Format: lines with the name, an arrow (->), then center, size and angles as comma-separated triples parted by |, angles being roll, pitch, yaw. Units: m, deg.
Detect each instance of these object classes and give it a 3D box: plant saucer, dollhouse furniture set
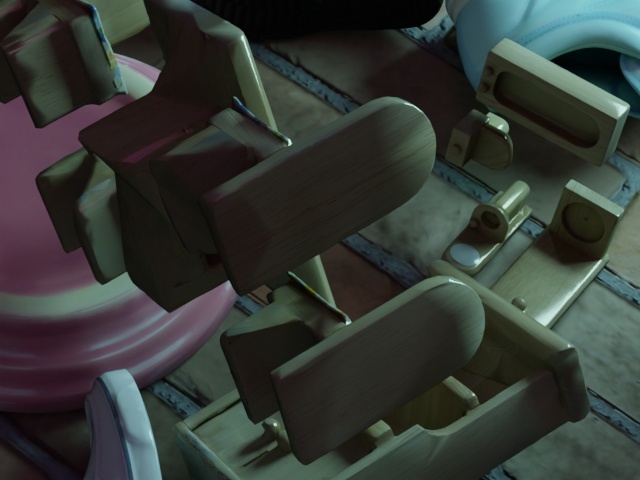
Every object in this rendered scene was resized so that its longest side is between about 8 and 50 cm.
plant saucer -> -0.217, -0.029, 1.518 | 0.332, 0.084, 0.332 | 1, 60, -2
dollhouse furniture set -> 0.000, 0.000, 1.315 | 0.256, 0.394, 0.362 | -30, 34, -18
dollhouse furniture set -> 0.154, -0.039, 1.487 | 0.144, 0.151, 0.123 | 31, 46, 17

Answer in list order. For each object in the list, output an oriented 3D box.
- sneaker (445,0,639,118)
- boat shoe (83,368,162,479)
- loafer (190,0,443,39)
sneaker -> 0.294, -0.169, 1.611 | 0.366, 0.135, 0.150 | -9, 68, 2
boat shoe -> -0.151, 0.212, 1.373 | 0.084, 0.095, 0.258 | -6, 59, -11
loafer -> -0.007, -0.224, 1.655 | 0.220, 0.080, 0.078 | 2, 50, -7
